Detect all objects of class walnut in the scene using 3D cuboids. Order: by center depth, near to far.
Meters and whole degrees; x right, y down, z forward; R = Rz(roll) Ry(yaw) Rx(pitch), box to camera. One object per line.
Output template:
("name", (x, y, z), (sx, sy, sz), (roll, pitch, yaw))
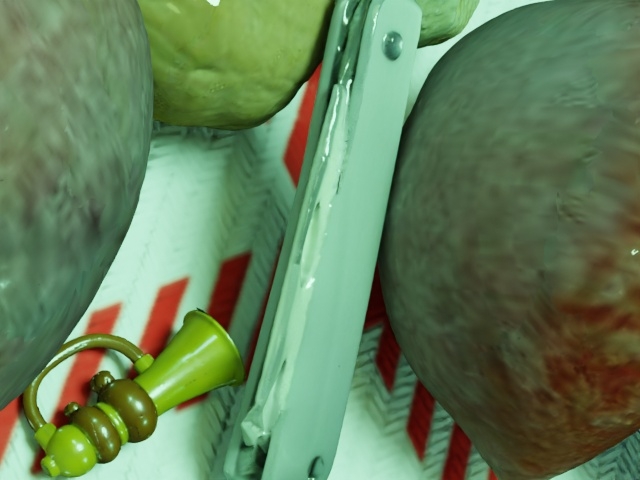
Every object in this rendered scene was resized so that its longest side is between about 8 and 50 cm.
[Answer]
("walnut", (-0.069, -0.131, 0.727), (0.166, 0.149, 0.166), (36, 31, -26))

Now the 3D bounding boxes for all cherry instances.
("cherry", (-0.188, -0.049, 0.549), (0.221, 0.307, 0.261), (13, 62, 20))
("cherry", (0.126, -0.008, 0.750), (0.206, 0.239, 0.239), (56, 50, -31))

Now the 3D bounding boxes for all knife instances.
("knife", (0.002, 0.000, 0.712), (0.073, 0.040, 0.265), (16, 87, -62))

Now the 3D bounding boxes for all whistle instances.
("whistle", (-0.095, 0.070, 0.696), (0.109, 0.046, 0.057), (-29, 103, -30))

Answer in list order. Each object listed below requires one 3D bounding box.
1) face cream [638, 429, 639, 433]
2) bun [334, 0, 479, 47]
("face cream", (0.330, 0.079, 0.827), (0.225, 0.249, 0.249), (40, 56, -14))
("bun", (0.044, -0.194, 0.819), (0.111, 0.164, 0.188), (12, 52, 11))
